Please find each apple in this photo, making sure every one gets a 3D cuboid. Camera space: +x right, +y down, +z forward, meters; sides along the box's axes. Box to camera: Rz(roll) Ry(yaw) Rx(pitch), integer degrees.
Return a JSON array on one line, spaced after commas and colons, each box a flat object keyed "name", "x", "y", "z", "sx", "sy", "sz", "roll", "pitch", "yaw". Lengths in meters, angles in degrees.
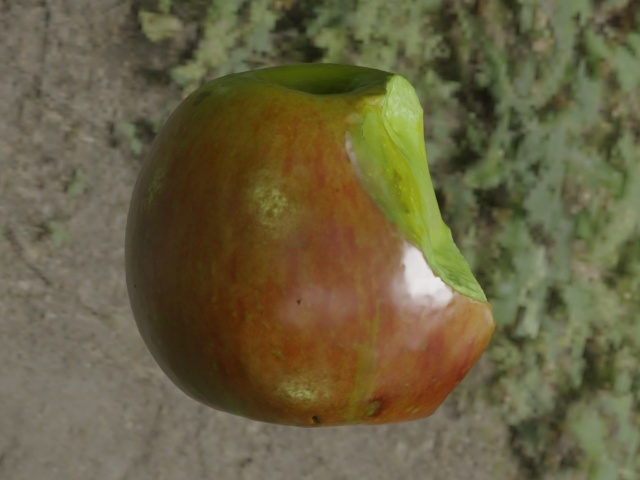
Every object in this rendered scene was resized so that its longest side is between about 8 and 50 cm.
[{"name": "apple", "x": 0.000, "y": 0.000, "z": 0.987, "sx": 0.246, "sy": 0.246, "sz": 0.226, "roll": -4, "pitch": 100, "yaw": -52}]
